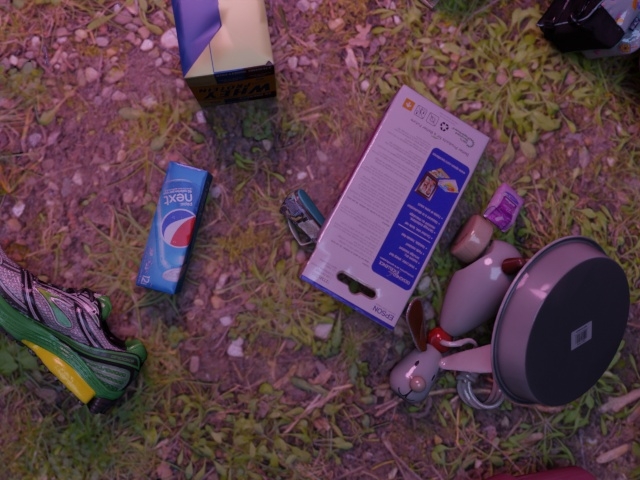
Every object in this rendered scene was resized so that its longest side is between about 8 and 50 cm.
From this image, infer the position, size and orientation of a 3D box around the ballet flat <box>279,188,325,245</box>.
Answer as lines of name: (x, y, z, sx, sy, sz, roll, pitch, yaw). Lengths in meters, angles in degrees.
ballet flat: (0.000, 0.000, 1.169, 0.070, 0.070, 0.188, -38, 89, -3)

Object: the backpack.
backpack: (0.481, -0.399, 1.140, 0.144, 0.166, 0.188, 31, 90, -17)

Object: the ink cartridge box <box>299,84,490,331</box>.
ink cartridge box: (0.121, -0.055, 1.130, 0.175, 0.069, 0.371, 30, 76, -7)

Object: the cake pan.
cake pan: (0.394, 0.139, 1.104, 0.293, 0.054, 0.293, -12, 113, -31)

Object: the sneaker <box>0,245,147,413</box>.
sneaker: (-0.426, 0.113, 1.121, 0.146, 0.134, 0.343, -45, 100, -9)

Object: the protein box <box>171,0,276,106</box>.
protein box: (-0.151, -0.336, 1.089, 0.135, 0.201, 0.200, -9, 90, -3)

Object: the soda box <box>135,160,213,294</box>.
soda box: (-0.241, -0.020, 1.146, 0.067, 0.071, 0.210, 15, 88, -2)

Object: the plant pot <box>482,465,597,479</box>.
plant pot: (0.366, 0.458, 1.117, 0.180, 0.201, 0.201, -17, 90, -18)

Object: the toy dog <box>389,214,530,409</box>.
toy dog: (0.245, 0.123, 1.121, 0.220, 0.161, 0.334, 15, 88, -2)

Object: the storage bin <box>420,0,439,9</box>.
storage bin: (0.176, -0.586, 1.149, 0.262, 0.123, 0.260, 39, 87, -1)

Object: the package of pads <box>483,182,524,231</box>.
package of pads: (0.312, -0.057, 1.172, 0.050, 0.032, 0.083, 40, 45, 0)

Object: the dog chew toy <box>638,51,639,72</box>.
dog chew toy: (0.641, -0.219, 1.134, 0.206, 0.206, 0.332, -9, 99, -3)
